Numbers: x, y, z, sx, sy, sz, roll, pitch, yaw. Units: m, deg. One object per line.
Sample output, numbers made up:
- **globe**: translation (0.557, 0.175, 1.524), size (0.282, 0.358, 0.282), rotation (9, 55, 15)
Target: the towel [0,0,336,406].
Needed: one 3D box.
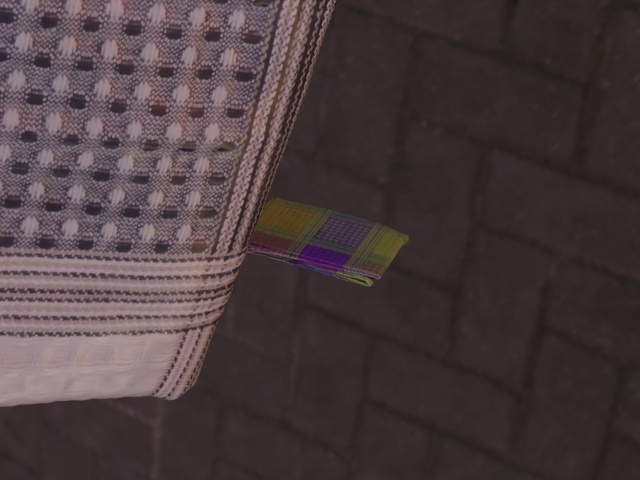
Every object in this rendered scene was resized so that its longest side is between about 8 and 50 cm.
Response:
- **towel**: translation (-0.151, -0.057, 0.598), size (0.056, 0.324, 0.312), rotation (58, 135, 46)

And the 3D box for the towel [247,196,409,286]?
- **towel**: translation (0.000, 0.000, 0.820), size (0.083, 0.060, 0.009), rotation (14, 120, 15)
